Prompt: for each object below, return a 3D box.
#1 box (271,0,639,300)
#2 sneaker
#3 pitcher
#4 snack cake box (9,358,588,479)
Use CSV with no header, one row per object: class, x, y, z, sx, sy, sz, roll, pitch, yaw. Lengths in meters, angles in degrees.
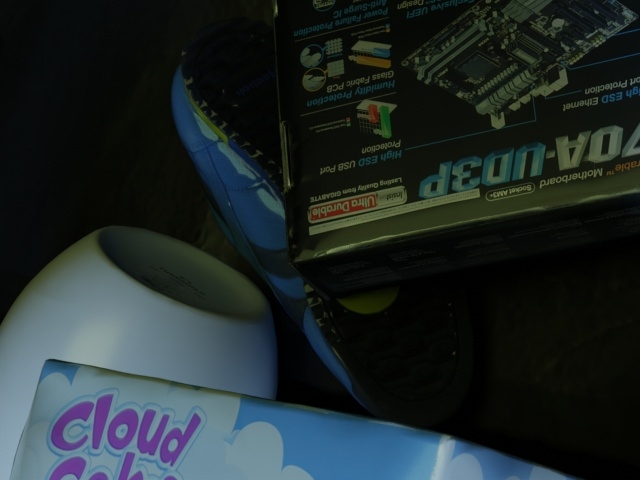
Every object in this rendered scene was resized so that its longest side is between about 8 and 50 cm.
box,0.089,-0.083,0.704,0.220,0.051,0.175,-12,67,18
sneaker,0.000,0.000,0.784,0.069,0.082,0.209,-25,68,-19
pitcher,-0.079,0.115,0.775,0.178,0.125,0.207,30,106,19
snack cake box,0.041,0.114,0.572,0.152,0.264,0.089,9,81,39
